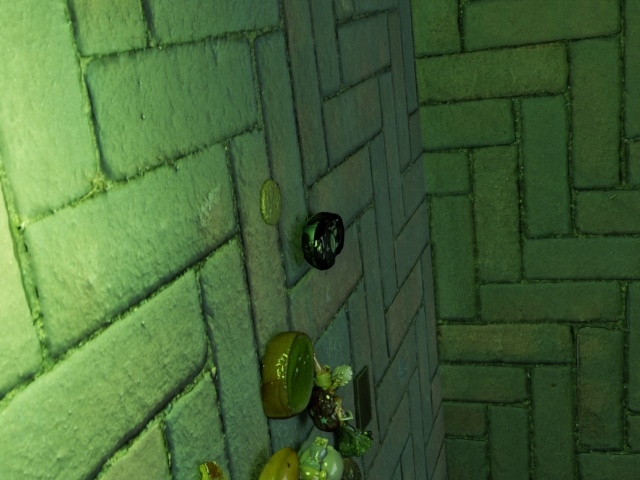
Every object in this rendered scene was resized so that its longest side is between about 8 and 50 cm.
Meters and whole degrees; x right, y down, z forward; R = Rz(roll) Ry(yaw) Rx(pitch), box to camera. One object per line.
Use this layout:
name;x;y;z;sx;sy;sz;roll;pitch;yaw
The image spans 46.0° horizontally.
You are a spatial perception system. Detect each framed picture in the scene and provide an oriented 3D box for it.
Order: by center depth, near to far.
framed picture;0.148;0.554;2.623;0.150;0.015;0.203;-30;117;-67

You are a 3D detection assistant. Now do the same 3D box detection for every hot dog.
hot dog;-0.210;0.531;1.579;0.169;0.061;0.078;54;23;-15

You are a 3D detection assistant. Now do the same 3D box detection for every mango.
mango;-0.102;0.632;1.813;0.157;0.109;0.262;23;62;-58

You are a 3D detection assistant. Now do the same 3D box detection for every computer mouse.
computer mouse;0.000;0.000;2.122;0.233;0.096;0.137;-44;135;-69

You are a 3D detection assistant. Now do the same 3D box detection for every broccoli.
broccoli;0.077;0.588;2.331;0.204;0.118;0.122;53;49;-33

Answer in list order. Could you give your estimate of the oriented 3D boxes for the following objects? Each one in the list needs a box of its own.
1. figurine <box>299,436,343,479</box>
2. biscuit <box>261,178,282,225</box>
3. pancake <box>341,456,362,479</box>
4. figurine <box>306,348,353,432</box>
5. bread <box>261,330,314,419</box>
figurine;-0.025;0.657;1.996;0.235;0.127;0.155;-61;163;-49
biscuit;-0.122;-0.096;1.903;0.120;0.015;0.120;0;90;-70
pancake;0.083;0.822;2.389;0.282;0.049;0.282;-1;90;-71
figurine;0.008;0.409;2.082;0.116;0.175;0.240;-13;93;-30
bread;-0.079;0.344;1.931;0.236;0.070;0.236;0;90;-71
